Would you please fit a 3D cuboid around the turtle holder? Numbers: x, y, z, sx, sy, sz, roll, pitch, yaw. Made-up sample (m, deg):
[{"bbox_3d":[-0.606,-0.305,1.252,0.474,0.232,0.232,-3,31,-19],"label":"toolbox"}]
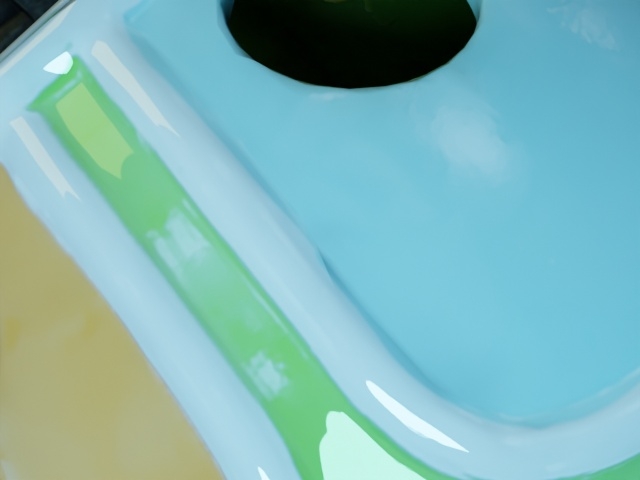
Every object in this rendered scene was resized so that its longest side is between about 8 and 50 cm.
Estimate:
[{"bbox_3d":[0.039,0.001,0.452,0.320,0.227,0.243,-45,11,-10],"label":"turtle holder"}]
